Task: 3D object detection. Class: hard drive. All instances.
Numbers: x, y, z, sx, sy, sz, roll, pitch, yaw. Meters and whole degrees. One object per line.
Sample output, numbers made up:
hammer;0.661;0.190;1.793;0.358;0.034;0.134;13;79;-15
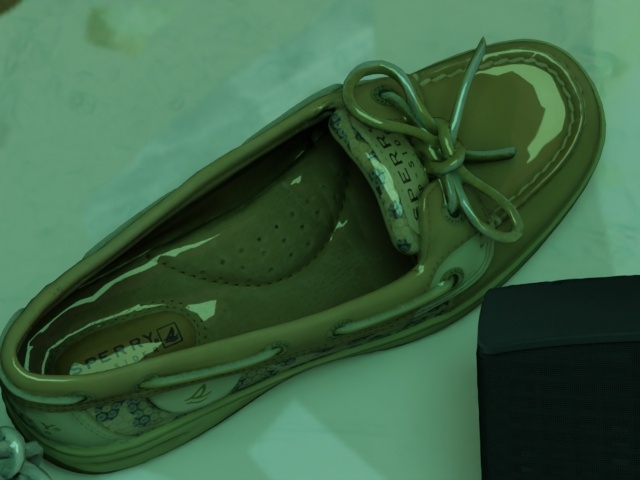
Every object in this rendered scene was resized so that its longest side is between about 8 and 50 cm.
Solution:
hard drive;0.177;0.100;0.714;0.255;0.054;0.172;1;100;23

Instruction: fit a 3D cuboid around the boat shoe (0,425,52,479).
boat shoe;-0.160;0.099;0.749;0.105;0.113;0.306;-44;69;1

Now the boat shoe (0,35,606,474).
boat shoe;0.000;0.000;0.798;0.285;0.089;0.104;-33;76;-12
